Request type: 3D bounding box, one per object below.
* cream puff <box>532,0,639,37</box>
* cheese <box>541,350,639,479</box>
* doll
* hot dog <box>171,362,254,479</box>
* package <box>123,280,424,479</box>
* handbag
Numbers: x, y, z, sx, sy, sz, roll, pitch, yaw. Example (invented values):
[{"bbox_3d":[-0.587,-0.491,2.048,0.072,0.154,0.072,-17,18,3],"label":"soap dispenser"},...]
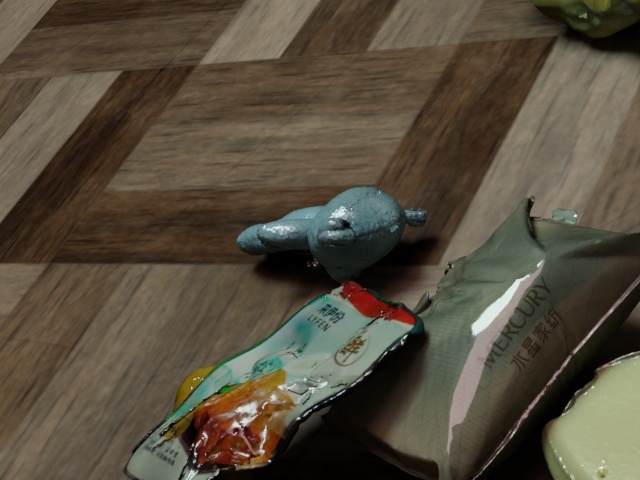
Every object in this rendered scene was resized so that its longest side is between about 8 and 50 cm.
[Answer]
[{"bbox_3d":[0.317,-0.353,1.478,0.257,0.291,0.324,-18,7,-29],"label":"cream puff"},{"bbox_3d":[0.216,0.173,1.019,0.127,0.050,0.255,-19,34,11],"label":"cheese"},{"bbox_3d":[0.002,0.004,1.377,0.120,0.075,0.179,-16,-3,-44],"label":"doll"},{"bbox_3d":[-0.083,0.196,1.174,0.088,0.061,0.286,-15,34,17],"label":"hot dog"},{"bbox_3d":[-0.042,0.110,1.150,0.232,0.040,0.166,-39,21,-8],"label":"package"},{"bbox_3d":[0.124,0.073,1.151,0.270,0.117,0.182,-48,36,-17],"label":"handbag"}]
